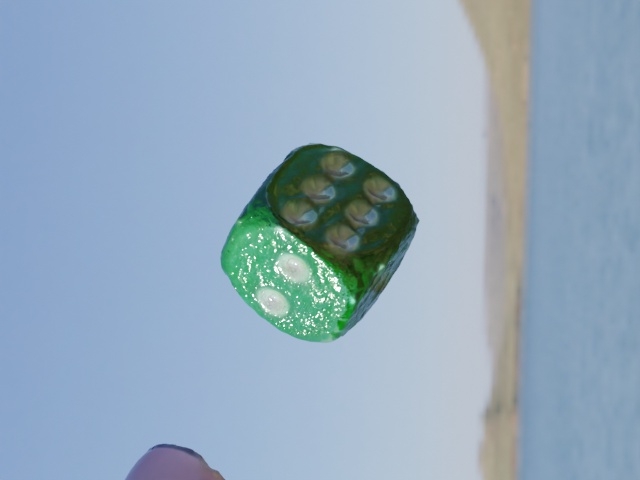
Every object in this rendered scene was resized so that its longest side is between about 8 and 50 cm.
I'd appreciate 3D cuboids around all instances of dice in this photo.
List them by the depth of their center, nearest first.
[{"bbox_3d":[0.000,0.000,1.526,0.128,0.131,0.120,-47,-12,-41],"label":"dice"}]

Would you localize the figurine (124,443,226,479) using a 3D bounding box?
[{"bbox_3d":[-0.149,0.262,1.017,0.316,0.284,0.206,-43,-73,-33],"label":"figurine"}]
